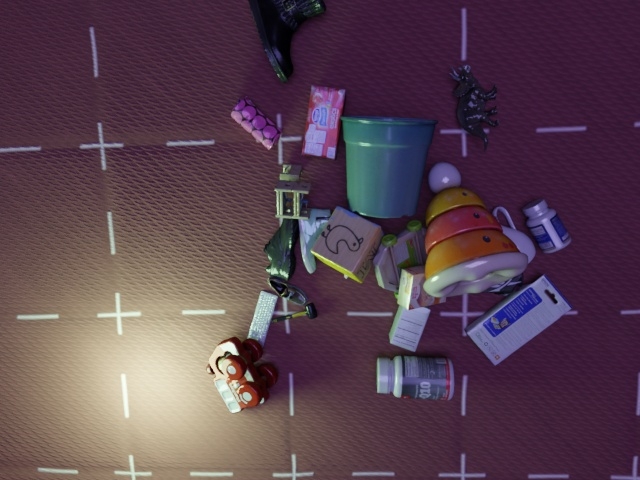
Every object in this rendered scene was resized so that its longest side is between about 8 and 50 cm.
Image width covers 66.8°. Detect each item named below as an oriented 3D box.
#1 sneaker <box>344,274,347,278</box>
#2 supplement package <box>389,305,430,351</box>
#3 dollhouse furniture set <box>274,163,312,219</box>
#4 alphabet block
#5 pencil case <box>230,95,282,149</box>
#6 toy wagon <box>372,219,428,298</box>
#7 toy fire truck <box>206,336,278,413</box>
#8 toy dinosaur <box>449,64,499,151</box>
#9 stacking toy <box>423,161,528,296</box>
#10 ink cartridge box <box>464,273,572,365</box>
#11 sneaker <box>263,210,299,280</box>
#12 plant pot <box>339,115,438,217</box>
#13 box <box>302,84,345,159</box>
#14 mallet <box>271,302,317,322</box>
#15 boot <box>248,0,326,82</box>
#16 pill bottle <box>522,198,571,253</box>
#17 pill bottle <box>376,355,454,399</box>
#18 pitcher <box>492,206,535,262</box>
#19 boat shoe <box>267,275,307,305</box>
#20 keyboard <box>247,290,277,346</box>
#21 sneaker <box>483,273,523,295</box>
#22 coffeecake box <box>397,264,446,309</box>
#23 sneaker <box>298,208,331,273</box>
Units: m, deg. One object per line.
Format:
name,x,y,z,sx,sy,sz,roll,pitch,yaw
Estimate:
sneaker,0.110,0.080,1.913,0.070,0.051,0.134,29,106,13
supplement package,0.347,0.323,1.899,0.105,0.105,0.179,19,99,1
dollhouse furniture set,-0.092,-0.187,1.844,0.129,0.183,0.129,6,128,4
alphabet block,0.108,0.018,1.787,0.193,0.193,0.197,27,83,22
pencil case,-0.239,-0.445,1.844,0.209,0.095,0.098,42,82,-5
toy wagon,0.357,0.054,1.834,0.345,0.068,0.267,-29,121,-20
toy fire truck,-0.342,0.548,1.964,0.254,0.169,0.302,-26,97,28
toy dinosaur,0.566,-0.483,1.782,0.161,0.121,0.313,-3,102,17
stacking toy,0.474,-0.064,1.695,0.351,0.350,0.479,-16,70,6
ink cartridge box,0.765,0.305,1.888,0.371,0.069,0.175,-40,93,11
sneaker,-0.156,0.010,1.897,0.130,0.109,0.286,9,95,13
plant pot,0.232,-0.268,1.731,0.342,0.341,0.333,3,107,4
box,0.015,-0.435,1.807,0.128,0.122,0.256,9,98,2
mallet,-0.109,0.296,1.966,0.190,0.039,0.062,-9,99,9
boot,-0.095,-0.778,1.763,0.260,0.131,0.347,-17,96,6
pill bottle,0.837,-0.057,1.807,0.112,0.112,0.186,-31,95,8
pill bottle,0.366,0.536,1.899,0.284,0.161,0.161,1,98,4
pitcher,0.710,-0.015,1.826,0.207,0.125,0.177,37,68,-5
boat shoe,-0.136,0.207,1.937,0.183,0.066,0.066,32,99,-1
keyboard,-0.243,0.336,1.990,0.072,0.014,0.255,17,99,2
sneaker,0.680,0.175,1.856,0.235,0.078,0.106,-21,103,-8
coffeecake box,0.387,0.170,1.812,0.186,0.068,0.142,-7,112,-29
sneaker,0.000,0.000,1.885,0.151,0.094,0.255,-6,99,2
